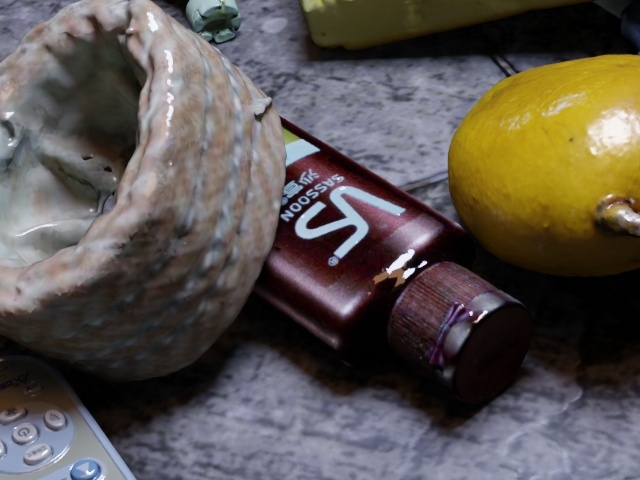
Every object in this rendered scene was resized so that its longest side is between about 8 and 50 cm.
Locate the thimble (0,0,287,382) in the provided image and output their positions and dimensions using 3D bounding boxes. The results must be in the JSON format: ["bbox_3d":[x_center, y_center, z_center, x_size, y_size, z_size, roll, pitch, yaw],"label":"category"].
[{"bbox_3d":[-0.134,-0.032,1.177,0.196,0.148,0.229,31,88,37],"label":"thimble"}]

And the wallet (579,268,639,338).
[{"bbox_3d":[0.342,-0.006,1.207,0.321,0.044,0.170,-26,42,-14],"label":"wallet"}]

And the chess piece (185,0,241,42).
[{"bbox_3d":[-0.099,-0.210,1.510,0.067,0.067,0.103,-17,49,-10],"label":"chess piece"}]

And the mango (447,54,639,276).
[{"bbox_3d":[0.169,-0.058,1.210,0.176,0.119,0.317,-31,20,-2],"label":"mango"}]

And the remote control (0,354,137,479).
[{"bbox_3d":[-0.159,0.154,1.107,0.087,0.047,0.244,-22,42,-20],"label":"remote control"}]

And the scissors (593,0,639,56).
[{"bbox_3d":[0.221,-0.211,1.454,0.383,0.029,0.256,31,54,29],"label":"scissors"}]

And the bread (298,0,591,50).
[{"bbox_3d":[0.148,-0.243,1.405,0.361,0.077,0.138,-9,58,21],"label":"bread"}]

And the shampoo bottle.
[{"bbox_3d":[0.000,0.000,1.228,0.129,0.084,0.323,-36,48,-22],"label":"shampoo bottle"}]
